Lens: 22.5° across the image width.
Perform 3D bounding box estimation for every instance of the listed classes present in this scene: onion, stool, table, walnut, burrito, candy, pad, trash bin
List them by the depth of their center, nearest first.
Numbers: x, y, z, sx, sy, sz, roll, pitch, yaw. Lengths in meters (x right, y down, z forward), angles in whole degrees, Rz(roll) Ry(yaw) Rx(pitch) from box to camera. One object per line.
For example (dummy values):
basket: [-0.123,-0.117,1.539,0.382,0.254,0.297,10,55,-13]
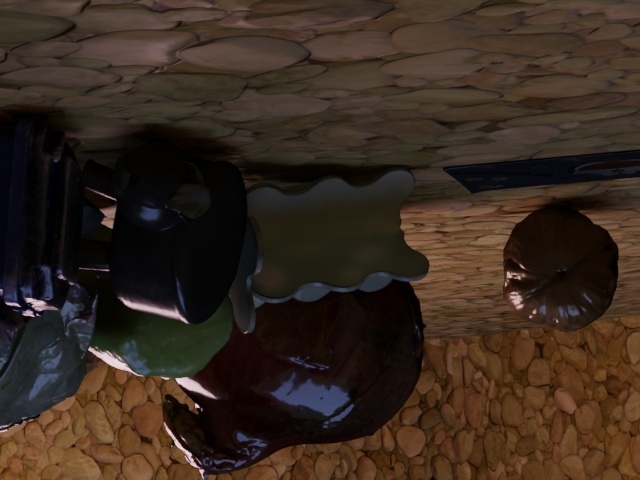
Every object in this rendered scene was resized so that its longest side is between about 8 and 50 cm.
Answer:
trash bin: [-0.324,-0.021,1.364,0.235,0.162,0.184,3,172,-1]
stool: [-0.153,-0.026,1.499,0.139,0.153,0.228,12,134,16]
burrito: [-0.284,0.098,1.549,0.144,0.089,0.229,-30,160,-29]
table: [0.000,0.000,1.665,0.198,0.166,0.166,-8,175,-21]
pad: [0.267,-0.074,1.716,0.246,0.006,0.170,-5,173,15]
candy: [-0.230,0.054,1.732,0.142,0.132,0.343,35,172,-35]
onion: [-0.036,0.095,1.890,0.354,0.353,0.353,-3,173,0]
walnut: [0.296,0.036,1.993,0.155,0.155,0.184,-4,180,11]

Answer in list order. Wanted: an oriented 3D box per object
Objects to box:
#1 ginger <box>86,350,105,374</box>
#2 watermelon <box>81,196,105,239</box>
ginger: [-0.368,0.123,2.395,0.256,0.176,0.375,-17,175,-9]
watermelon: [-0.326,0.035,1.576,0.094,0.241,0.154,44,-160,27]
